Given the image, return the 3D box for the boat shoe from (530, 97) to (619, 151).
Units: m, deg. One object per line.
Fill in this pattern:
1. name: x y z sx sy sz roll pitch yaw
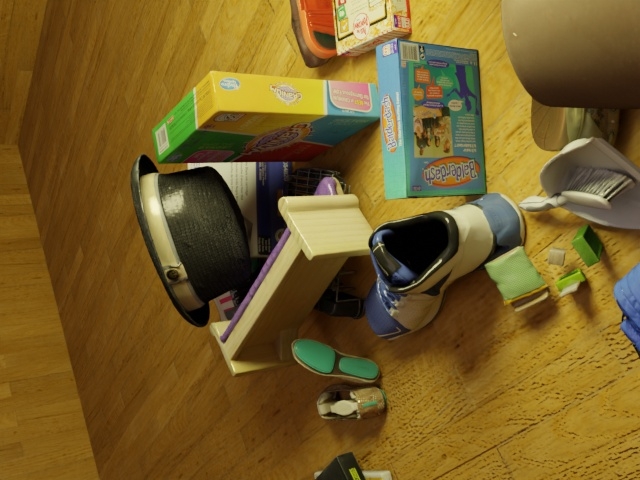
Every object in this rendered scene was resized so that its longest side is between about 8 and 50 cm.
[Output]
1. boat shoe: 0.313 -0.246 0.787 0.104 0.089 0.285 -134 48 -76

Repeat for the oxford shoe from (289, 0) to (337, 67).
1. oxford shoe: -0.028 -0.449 1.216 0.098 0.097 0.271 156 109 -64

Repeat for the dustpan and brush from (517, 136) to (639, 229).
1. dustpan and brush: 0.305 -0.056 0.802 0.060 0.147 0.211 -55 13 -2

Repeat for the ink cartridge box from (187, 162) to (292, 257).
1. ink cartridge box: -0.166 -0.073 1.373 0.224 0.045 0.223 -5 84 18

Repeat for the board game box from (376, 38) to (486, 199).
1. board game box: 0.157 -0.165 0.934 0.047 0.160 0.210 -2 92 55

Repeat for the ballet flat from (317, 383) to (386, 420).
1. ballet flat: 0.036 0.302 1.236 0.206 0.067 0.073 -29 72 52

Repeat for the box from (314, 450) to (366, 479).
1. box: 0.044 0.516 1.227 0.184 0.045 0.190 59 137 28

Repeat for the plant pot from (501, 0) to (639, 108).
1. plant pot: 0.304 -0.220 0.611 0.229 0.263 0.263 -7 88 45

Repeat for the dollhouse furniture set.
1. dollhouse furniture set: 0.279 0.040 0.843 0.152 0.058 0.076 -34 90 34

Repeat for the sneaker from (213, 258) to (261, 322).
1. sneaker: -0.163 0.086 1.448 0.295 0.124 0.178 48 140 41

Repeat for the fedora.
1. fedora: -0.217 -0.016 1.224 0.334 0.152 0.334 162 90 -89

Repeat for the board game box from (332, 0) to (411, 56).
1. board game box: 0.078 -0.420 1.109 0.147 0.045 0.193 -4 91 54

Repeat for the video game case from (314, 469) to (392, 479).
1. video game case: 0.077 0.535 1.245 0.227 0.026 0.206 -27 73 53

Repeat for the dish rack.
1. dish rack: 0.000 0.000 1.251 0.208 0.074 0.271 15 104 51

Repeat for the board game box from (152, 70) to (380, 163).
1. board game box: -0.091 -0.200 1.139 0.242 0.316 0.064 -22 77 53

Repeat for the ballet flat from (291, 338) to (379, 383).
1. ballet flat: 0.022 0.221 1.178 0.052 0.168 0.057 125 163 -58

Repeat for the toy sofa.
1. toy sofa: -0.064 0.063 1.154 0.177 0.150 0.362 60 137 29

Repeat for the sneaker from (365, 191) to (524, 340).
1. sneaker: 0.127 0.037 0.981 0.315 0.182 0.127 -49 55 45

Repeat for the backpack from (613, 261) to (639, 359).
1. backpack: 0.374 0.078 0.717 0.120 0.098 0.101 64 143 26
